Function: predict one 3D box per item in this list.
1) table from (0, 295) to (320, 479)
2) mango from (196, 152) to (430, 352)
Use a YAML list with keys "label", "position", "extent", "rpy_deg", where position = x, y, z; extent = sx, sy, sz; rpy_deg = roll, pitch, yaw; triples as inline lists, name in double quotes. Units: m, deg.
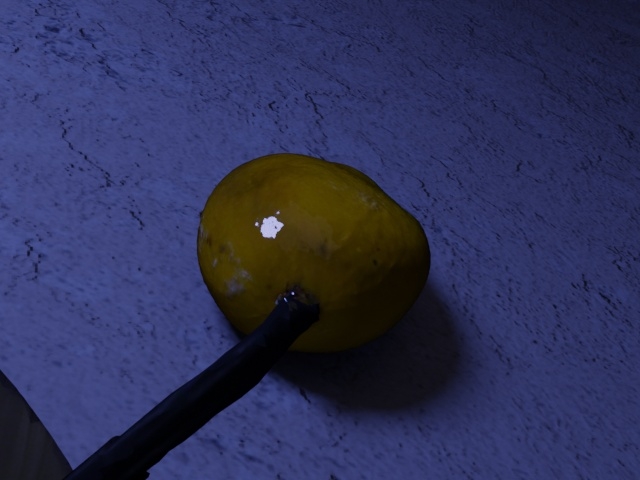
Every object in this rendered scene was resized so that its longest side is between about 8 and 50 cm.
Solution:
- label: "table"
  position: [-0.164, 0.046, 0.387]
  extent: [0.317, 0.249, 0.317]
  rpy_deg: [21, 38, -18]
- label: "mango"
  position: [0.000, 0.000, 0.832]
  extent: [0.176, 0.119, 0.317]
  rpy_deg: [23, 17, 8]
